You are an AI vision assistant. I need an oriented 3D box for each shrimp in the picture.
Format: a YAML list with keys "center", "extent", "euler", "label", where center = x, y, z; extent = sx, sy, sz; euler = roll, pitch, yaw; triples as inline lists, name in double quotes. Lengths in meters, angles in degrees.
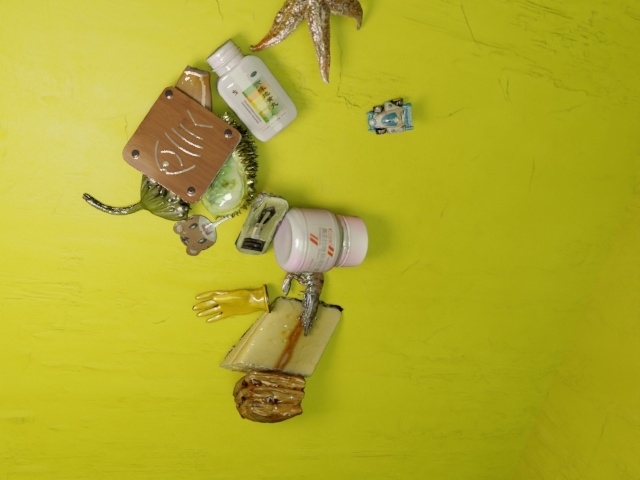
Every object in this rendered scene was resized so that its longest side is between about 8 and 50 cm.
- center: [-0.079, 0.233, 2.027]
  extent: [0.169, 0.058, 0.295]
  euler: [10, 88, -14]
  label: "shrimp"

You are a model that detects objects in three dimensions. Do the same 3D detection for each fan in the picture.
- center: [-0.417, -0.043, 1.871]
  extent: [0.227, 0.008, 0.152]
  euler: [-28, 116, -4]
  label: "fan"

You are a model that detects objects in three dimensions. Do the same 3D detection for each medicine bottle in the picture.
- center: [-0.234, -0.501, 1.685]
  extent: [0.179, 0.124, 0.324]
  euler: [-39, 115, 2]
  label: "medicine bottle"
- center: [0.000, 0.000, 1.887]
  extent: [0.302, 0.241, 0.241]
  euler: [1, 111, -25]
  label: "medicine bottle"

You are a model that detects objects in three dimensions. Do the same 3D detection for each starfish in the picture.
- center: [-0.040, -0.755, 1.651]
  extent: [0.398, 0.132, 0.383]
  euler: [18, 109, -19]
  label: "starfish"

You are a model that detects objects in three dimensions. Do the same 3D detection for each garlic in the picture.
- center: [-0.424, -0.412, 1.664]
  extent: [0.143, 0.112, 0.318]
  euler: [8, 117, -1]
  label: "garlic"

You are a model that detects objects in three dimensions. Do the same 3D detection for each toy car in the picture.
- center: [0.259, -0.451, 1.868]
  extent: [0.162, 0.098, 0.126]
  euler: [-14, 112, -13]
  label: "toy car"

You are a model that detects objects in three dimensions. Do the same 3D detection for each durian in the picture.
- center: [-0.311, -0.254, 1.739]
  extent: [0.198, 0.163, 0.394]
  euler: [3, 125, 1]
  label: "durian"

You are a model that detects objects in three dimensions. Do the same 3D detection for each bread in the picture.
- center: [-0.157, 0.406, 2.121]
  extent: [0.346, 0.242, 0.404]
  euler: [31, 66, -21]
  label: "bread"
- center: [-0.212, 0.653, 2.054]
  extent: [0.278, 0.167, 0.324]
  euler: [11, 144, -18]
  label: "bread"

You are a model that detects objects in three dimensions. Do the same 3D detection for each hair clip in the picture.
- center: [-0.215, -0.073, 1.836]
  extent: [0.139, 0.091, 0.321]
  euler: [7, 141, -24]
  label: "hair clip"

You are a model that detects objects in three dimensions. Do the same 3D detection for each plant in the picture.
- center: [-0.593, -0.149, 1.749]
  extent: [0.334, 0.180, 0.251]
  euler: [-13, 125, 24]
  label: "plant"

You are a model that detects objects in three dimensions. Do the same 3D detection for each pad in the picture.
- center: [-0.438, -0.299, 1.601]
  extent: [0.287, 0.018, 0.284]
  euler: [34, 87, -6]
  label: "pad"

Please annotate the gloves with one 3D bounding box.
- center: [-0.346, 0.250, 1.966]
  extent: [0.295, 0.116, 0.133]
  euler: [-9, 106, -7]
  label: "gloves"
